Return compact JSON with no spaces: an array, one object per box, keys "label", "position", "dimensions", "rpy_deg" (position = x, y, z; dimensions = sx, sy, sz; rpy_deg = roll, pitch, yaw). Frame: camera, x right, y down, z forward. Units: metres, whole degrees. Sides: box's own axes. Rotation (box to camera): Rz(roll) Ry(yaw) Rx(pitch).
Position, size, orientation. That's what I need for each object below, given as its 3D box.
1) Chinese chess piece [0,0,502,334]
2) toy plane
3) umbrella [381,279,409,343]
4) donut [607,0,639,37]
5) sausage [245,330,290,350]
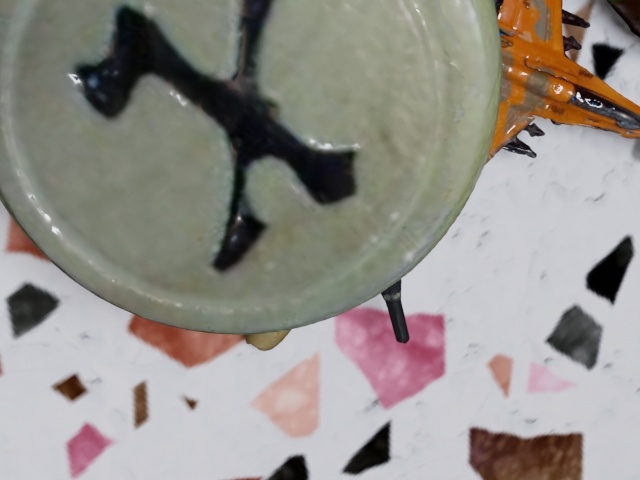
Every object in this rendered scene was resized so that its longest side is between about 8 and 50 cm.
[{"label":"Chinese chess piece","position":[-0.040,-0.072,0.542],"dimensions":[0.237,0.092,0.238],"rpy_deg":[0,113,0]},{"label":"toy plane","position":[0.115,-0.080,0.651],"dimensions":[0.188,0.062,0.135],"rpy_deg":[17,100,-30]},{"label":"umbrella","position":[0.004,-0.072,0.612],"dimensions":[0.044,0.044,0.269],"rpy_deg":[-8,109,9]},{"label":"donut","position":[0.233,-0.195,0.630],"dimensions":[0.216,0.096,0.230],"rpy_deg":[-3,108,-26]},{"label":"sausage","position":[0.000,0.000,0.653],"dimensions":[0.024,0.024,0.132],"rpy_deg":[27,96,-27]}]
